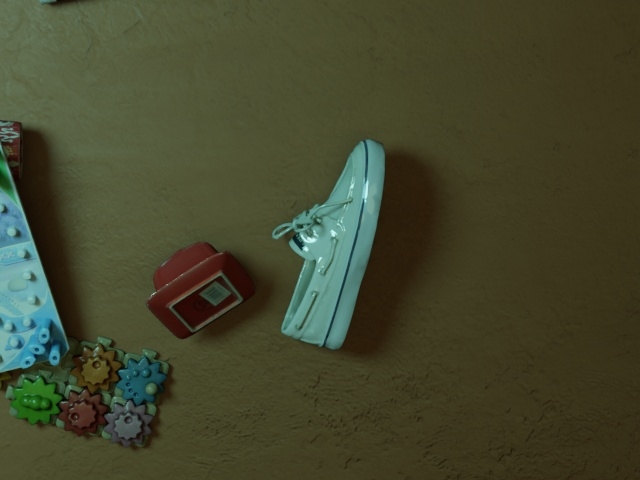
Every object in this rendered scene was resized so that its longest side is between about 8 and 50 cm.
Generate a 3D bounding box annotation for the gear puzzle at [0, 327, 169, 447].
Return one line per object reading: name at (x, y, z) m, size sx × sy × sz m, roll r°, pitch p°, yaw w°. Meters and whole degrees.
gear puzzle at (-0.433, 0.238, 1.539) m, size 0.338 × 0.044 × 0.176 m, roll 17°, pitch 97°, yaw -12°

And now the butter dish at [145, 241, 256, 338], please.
butter dish at (-0.210, 0.062, 1.518) m, size 0.159 × 0.118 × 0.160 m, roll -32°, pitch 146°, yaw -2°

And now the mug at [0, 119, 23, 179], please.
mug at (-0.554, -0.127, 1.431) m, size 0.169 × 0.113 × 0.150 m, roll 0°, pitch 121°, yaw -15°

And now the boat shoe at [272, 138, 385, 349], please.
boat shoe at (-0.001, -0.001, 1.541) m, size 0.156 × 0.136 × 0.367 m, roll 12°, pitch 107°, yaw -9°

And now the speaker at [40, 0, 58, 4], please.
speaker at (-0.377, -0.408, 1.431) m, size 0.136 × 0.055 × 0.055 m, roll -14°, pitch 102°, yaw -8°

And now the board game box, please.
board game box at (-0.628, 0.063, 1.397) m, size 0.389 × 0.050 × 0.390 m, roll -13°, pitch 114°, yaw -5°
